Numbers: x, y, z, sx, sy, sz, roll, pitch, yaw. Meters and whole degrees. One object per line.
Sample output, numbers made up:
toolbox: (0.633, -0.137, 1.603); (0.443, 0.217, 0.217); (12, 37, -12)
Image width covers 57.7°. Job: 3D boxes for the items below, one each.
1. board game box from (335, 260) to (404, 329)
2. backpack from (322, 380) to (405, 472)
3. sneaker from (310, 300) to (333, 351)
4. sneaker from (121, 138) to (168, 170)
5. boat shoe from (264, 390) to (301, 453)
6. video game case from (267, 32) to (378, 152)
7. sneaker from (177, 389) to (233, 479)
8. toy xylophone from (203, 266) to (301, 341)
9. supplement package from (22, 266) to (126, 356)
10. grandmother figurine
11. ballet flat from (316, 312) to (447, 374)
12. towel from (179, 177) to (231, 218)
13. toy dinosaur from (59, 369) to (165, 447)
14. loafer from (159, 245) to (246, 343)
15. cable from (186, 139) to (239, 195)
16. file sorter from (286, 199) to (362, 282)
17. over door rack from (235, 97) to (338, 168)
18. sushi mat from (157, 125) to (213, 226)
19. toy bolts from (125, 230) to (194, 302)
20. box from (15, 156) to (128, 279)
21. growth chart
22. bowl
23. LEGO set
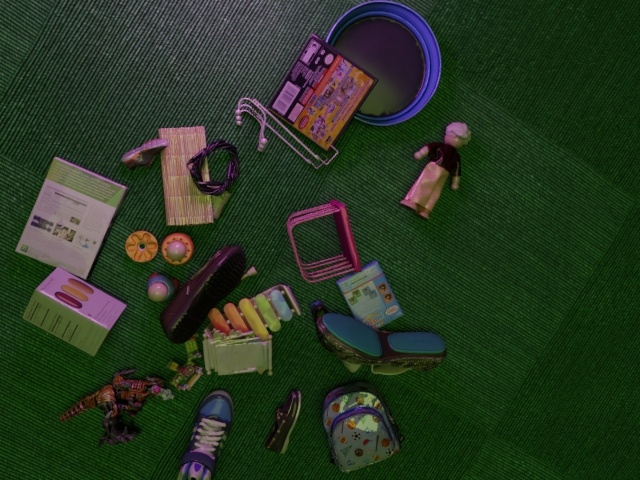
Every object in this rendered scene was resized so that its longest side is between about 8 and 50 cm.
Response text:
board game box: (0.169, 0.198, 1.989); (0.160, 0.039, 0.212); (-28, 99, -4)
backpack: (0.124, 0.622, 1.956); (0.276, 0.213, 0.263); (-21, 88, -2)
sneaker: (0.016, 0.297, 1.959); (0.067, 0.078, 0.188); (-22, 101, -5)
sneaker: (-0.545, -0.269, 1.832); (0.157, 0.061, 0.065); (-21, 123, 9)
boat shoe: (-0.126, 0.615, 1.974); (0.068, 0.081, 0.228); (16, 97, -13)
video game case: (0.004, -0.460, 1.828); (0.248, 0.035, 0.275); (36, 111, 1)
sneaker: (-0.367, 0.671, 1.869); (0.130, 0.236, 0.323); (21, 93, -10)
toy xylophone: (-0.241, 0.238, 1.916); (0.322, 0.081, 0.236); (-37, 99, -2)
supplement package: (-0.757, 0.220, 1.795); (0.244, 0.139, 0.134); (32, 117, -11)
grandmother figurine: (0.394, -0.248, 1.945); (0.208, 0.104, 0.342); (32, 88, -37)
ballet flat: (0.189, 0.374, 1.939); (0.482, 0.164, 0.182); (13, 124, -20)
towel: (-0.375, -0.145, 1.880); (0.148, 0.027, 0.110); (29, 91, -6)
toy dinosaur: (-0.663, 0.540, 1.885); (0.321, 0.164, 0.218); (-14, 83, 12)
loafer: (-0.387, 0.150, 1.847); (0.366, 0.130, 0.134); (-50, 143, -19)
cable: (-0.324, -0.232, 1.840); (0.184, 0.047, 0.151); (-44, 109, -25)
file sorter: (0.000, 0.000, 1.819); (0.182, 0.291, 0.202); (-16, 98, -3)
over door rack: (-0.120, -0.305, 1.790); (0.324, 0.239, 0.108); (30, 90, -9)
sushi mat: (-0.430, -0.203, 1.850); (0.151, 0.019, 0.317); (-5, 91, -3)
toy bolts: (-0.516, 0.081, 1.821); (0.218, 0.158, 0.229); (9, 95, -9)
box: (-0.777, -0.068, 1.822); (0.232, 0.058, 0.322); (24, 94, -10)
growth chart: (-0.264, 0.364, 1.877); (0.237, 0.021, 0.172); (2, 107, -15)
bowl: (0.194, -0.568, 1.887); (0.391, 0.077, 0.391); (-1, 97, -7)
LEGO set: (-0.431, 0.377, 1.867); (0.132, 0.107, 0.287); (25, 75, -27)
